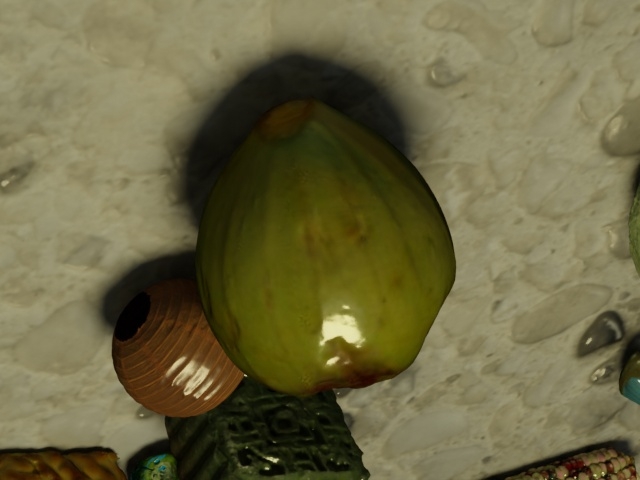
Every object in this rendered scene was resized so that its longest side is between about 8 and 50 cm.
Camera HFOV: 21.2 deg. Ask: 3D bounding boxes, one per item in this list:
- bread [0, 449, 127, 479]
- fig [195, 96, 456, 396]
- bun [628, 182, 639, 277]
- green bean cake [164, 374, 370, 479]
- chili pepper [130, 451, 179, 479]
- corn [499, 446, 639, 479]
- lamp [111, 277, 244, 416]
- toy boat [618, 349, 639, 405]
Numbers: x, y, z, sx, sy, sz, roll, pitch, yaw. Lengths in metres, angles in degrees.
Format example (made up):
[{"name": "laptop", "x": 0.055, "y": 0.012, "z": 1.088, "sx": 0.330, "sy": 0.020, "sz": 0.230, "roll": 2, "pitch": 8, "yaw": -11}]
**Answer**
[{"name": "bread", "x": -0.306, "y": 0.306, "z": 1.826, "sx": 0.222, "sy": 0.096, "sz": 0.181, "roll": -2, "pitch": 140, "yaw": -22}, {"name": "fig", "x": 0.000, "y": 0.000, "z": 1.524, "sx": 0.239, "sy": 0.239, "sz": 0.271, "roll": -13, "pitch": 113, "yaw": -10}, {"name": "bun", "x": 0.401, "y": -0.024, "z": 1.745, "sx": 0.195, "sy": 0.118, "sz": 0.195, "roll": -10, "pitch": 134, "yaw": -10}, {"name": "green bean cake", "x": -0.054, "y": 0.218, "z": 1.773, "sx": 0.181, "sy": 0.173, "sz": 0.094, "roll": 5, "pitch": 132, "yaw": -27}, {"name": "chili pepper", "x": -0.147, "y": 0.302, "z": 1.917, "sx": 0.098, "sy": 0.061, "sz": 0.224, "roll": -13, "pitch": 145, "yaw": 12}, {"name": "corn", "x": 0.257, "y": 0.322, "z": 2.107, "sx": 0.280, "sy": 0.092, "sz": 0.092, "roll": -21, "pitch": 141, "yaw": -8}, {"name": "lamp", "x": -0.132, "y": 0.103, "z": 1.637, "sx": 0.136, "sy": 0.136, "sz": 0.136, "roll": -13, "pitch": 140, "yaw": -11}, {"name": "toy boat", "x": 0.424, "y": 0.160, "z": 1.998, "sx": 0.185, "sy": 0.075, "sz": 0.077, "roll": 10, "pitch": 135, "yaw": -27}]
